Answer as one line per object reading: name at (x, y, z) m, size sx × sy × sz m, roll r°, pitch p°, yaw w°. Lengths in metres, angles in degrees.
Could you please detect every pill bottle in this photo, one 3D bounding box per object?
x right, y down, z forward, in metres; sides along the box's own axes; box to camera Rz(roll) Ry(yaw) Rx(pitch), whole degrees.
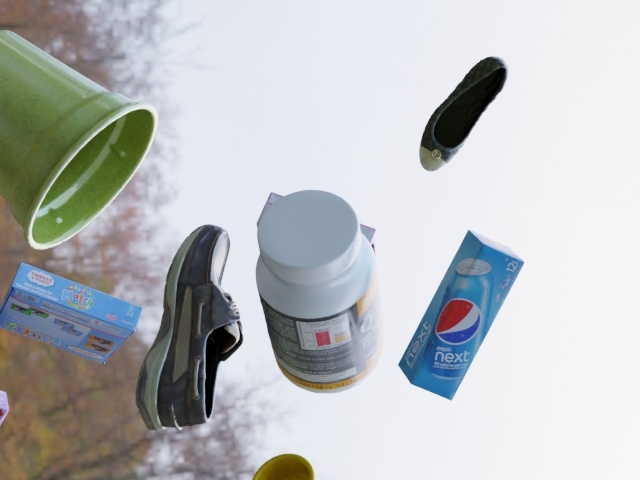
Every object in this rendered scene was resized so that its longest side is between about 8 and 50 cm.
pill bottle at (-0.001, 0.070, 1.785) m, size 0.278 × 0.162 × 0.162 m, roll 81°, pitch -12°, yaw -51°

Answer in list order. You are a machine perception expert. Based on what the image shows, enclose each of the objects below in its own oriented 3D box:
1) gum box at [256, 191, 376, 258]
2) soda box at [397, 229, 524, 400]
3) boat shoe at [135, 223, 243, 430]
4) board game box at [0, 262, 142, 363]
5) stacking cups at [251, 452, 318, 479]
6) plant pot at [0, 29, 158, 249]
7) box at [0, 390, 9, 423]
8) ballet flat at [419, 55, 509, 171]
gum box at (0.000, 0.000, 2.094) m, size 0.107 × 0.188 × 0.062 m, roll 83°, pitch 29°, yaw -68°
soda box at (0.183, 0.097, 1.749) m, size 0.210 × 0.067 × 0.071 m, roll -64°, pitch -164°, yaw 10°
boat shoe at (-0.183, 0.141, 2.110) m, size 0.132 × 0.130 × 0.355 m, roll 71°, pitch 28°, yaw -61°
board game box at (-0.330, 0.098, 1.720) m, size 0.211 × 0.160 × 0.039 m, roll 140°, pitch -31°, yaw -64°
stacking cups at (0.009, 0.415, 1.878) m, size 0.316 × 0.096 × 0.096 m, roll 57°, pitch 0°, yaw -45°
plant pot at (-0.430, -0.170, 1.999) m, size 0.254 × 0.276 × 0.276 m, roll 39°, pitch -43°, yaw 10°
box at (-0.636, 0.267, 1.959) m, size 0.201 × 0.293 × 0.057 m, roll -59°, pitch -153°, yaw 12°
ballet flat at (0.180, -0.164, 1.711) m, size 0.173 × 0.057 × 0.049 m, roll -57°, pitch -173°, yaw 9°
